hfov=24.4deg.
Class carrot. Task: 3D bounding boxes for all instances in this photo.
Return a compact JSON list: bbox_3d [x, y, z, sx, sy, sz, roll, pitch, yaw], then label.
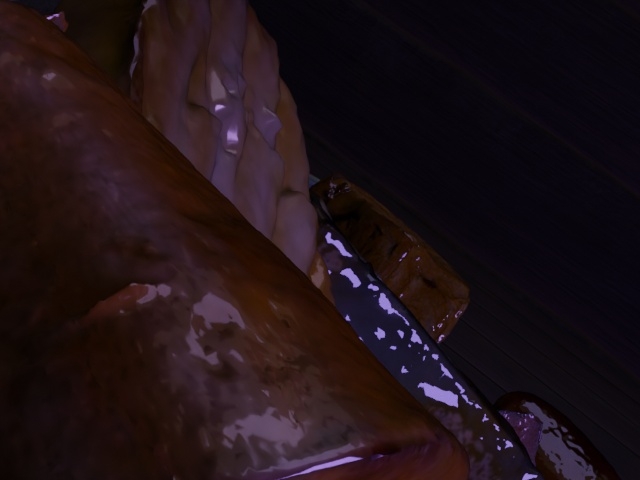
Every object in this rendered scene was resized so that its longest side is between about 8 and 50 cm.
[{"bbox_3d":[-0.090,0.024,0.524,0.196,0.196,0.254,22,31,-59],"label":"carrot"}]

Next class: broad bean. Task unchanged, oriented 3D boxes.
[{"bbox_3d":[0.212,0.209,1.318,0.165,0.084,0.114,46,28,25],"label":"broad bean"}]

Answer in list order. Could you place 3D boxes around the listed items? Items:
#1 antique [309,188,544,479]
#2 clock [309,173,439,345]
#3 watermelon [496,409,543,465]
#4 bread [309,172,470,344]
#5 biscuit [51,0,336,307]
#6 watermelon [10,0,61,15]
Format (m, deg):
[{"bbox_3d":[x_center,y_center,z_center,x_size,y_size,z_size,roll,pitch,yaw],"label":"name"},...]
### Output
[{"bbox_3d":[0.040,0.105,1.054,0.284,0.150,0.125,41,5,-17],"label":"antique"},{"bbox_3d":[0.000,0.000,1.598,0.308,0.096,0.235,33,9,-17],"label":"clock"},{"bbox_3d":[0.110,0.164,1.218,0.155,0.080,0.101,8,15,-40],"label":"watermelon"},{"bbox_3d":[0.033,0.037,1.344,0.158,0.149,0.143,27,15,-48],"label":"bread"},{"bbox_3d":[-0.076,-0.001,0.793,0.102,0.296,0.296,-7,-5,17],"label":"biscuit"},{"bbox_3d":[-0.238,-0.099,0.775,0.175,0.188,0.322,21,-13,20],"label":"watermelon"}]
